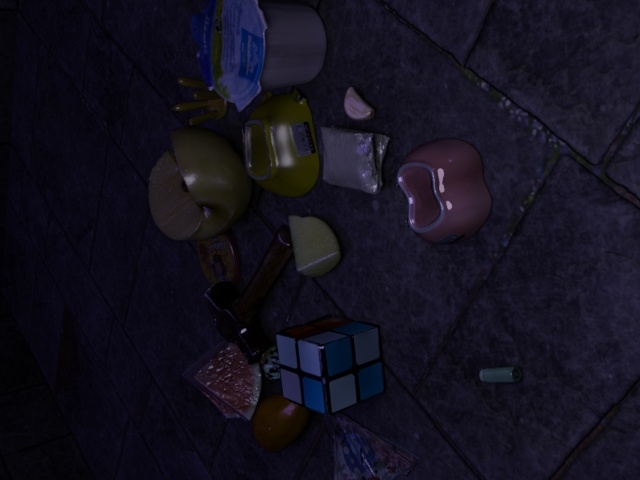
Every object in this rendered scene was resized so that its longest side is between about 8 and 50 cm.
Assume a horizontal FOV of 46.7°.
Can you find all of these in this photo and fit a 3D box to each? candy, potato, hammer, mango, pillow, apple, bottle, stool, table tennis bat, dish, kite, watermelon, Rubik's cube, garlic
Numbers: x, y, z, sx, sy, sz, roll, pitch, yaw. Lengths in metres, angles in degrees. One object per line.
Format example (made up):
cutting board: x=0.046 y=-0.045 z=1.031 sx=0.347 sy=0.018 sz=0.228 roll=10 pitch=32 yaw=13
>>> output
candy: x=-0.036 y=0.347 z=1.882 sx=0.306 sy=0.083 sz=0.091 roll=16 pitch=111 yaw=40
potato: x=0.000 y=0.000 z=1.744 sx=0.120 sy=0.081 sz=0.149 roll=-21 pitch=64 yaw=22
hammer: x=-0.157 y=0.122 z=1.952 sx=0.242 sy=0.095 sz=0.408 roll=50 pitch=128 yaw=21
mango: x=-0.104 y=0.468 z=1.957 sx=0.138 sy=0.113 sz=0.253 roll=57 pitch=136 yaw=23
pillow: x=0.064 y=-0.176 z=1.582 sx=0.181 sy=0.078 sz=0.134 roll=21 pitch=117 yaw=48
apple: x=-0.302 y=-0.151 z=1.928 sx=0.295 sy=0.234 sz=0.257 roll=-63 pitch=38 yaw=39
bottle: x=0.339 y=0.254 z=1.402 sx=0.083 sy=0.030 sz=0.030 roll=-17 pitch=87 yaw=53
stool: x=-0.319 y=-0.374 z=1.980 sx=0.134 sy=0.111 sz=0.134 roll=-14 pitch=91 yaw=52
table tennis bat: x=-0.303 y=0.005 z=2.139 sx=0.200 sy=0.038 sz=0.309 roll=-5 pitch=100 yaw=51
dish: x=-0.113 y=-0.226 z=1.767 sx=0.221 sy=0.108 sz=0.262 roll=10 pitch=109 yaw=49
kite: x=0.113 y=0.565 z=1.792 sx=0.368 sy=0.014 sz=0.406 roll=61 pitch=140 yaw=20
watermelon: x=-0.265 y=0.400 z=2.099 sx=0.260 sy=0.176 sz=0.256 roll=41 pitch=119 yaw=11
dish: x=0.214 y=-0.088 z=1.408 sx=0.213 sy=0.091 sz=0.213 roll=19 pitch=115 yaw=47
Rubik's cube: x=0.022 y=0.277 z=1.686 sx=0.180 sy=0.184 sz=0.167 roll=6 pitch=106 yaw=49
garlic: x=0.080 y=-0.281 z=1.566 sx=0.083 sy=0.041 sz=0.053 roll=46 pitch=120 yaw=23

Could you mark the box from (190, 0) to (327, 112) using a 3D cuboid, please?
box: x=-0.130 y=-0.435 z=1.647 sx=0.291 sy=0.207 sz=0.262 roll=32 pitch=123 yaw=44
